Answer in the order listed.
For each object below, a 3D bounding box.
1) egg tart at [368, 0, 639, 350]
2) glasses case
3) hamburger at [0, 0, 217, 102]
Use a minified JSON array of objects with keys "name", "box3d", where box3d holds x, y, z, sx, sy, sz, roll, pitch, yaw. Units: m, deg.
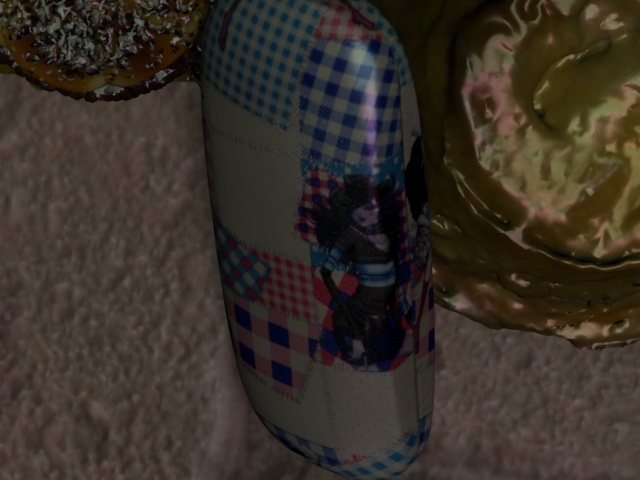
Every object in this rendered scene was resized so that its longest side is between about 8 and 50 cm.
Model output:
[{"name":"egg tart","box3d":[0.158,-0.085,1.138,0.341,0.129,0.341,-1,108,-3]},{"name":"glasses case","box3d":[0.000,0.000,1.131,0.125,0.076,0.327,16,128,30]},{"name":"hamburger","box3d":[-0.120,-0.154,1.112,0.189,0.093,0.164,-9,107,-3]}]
